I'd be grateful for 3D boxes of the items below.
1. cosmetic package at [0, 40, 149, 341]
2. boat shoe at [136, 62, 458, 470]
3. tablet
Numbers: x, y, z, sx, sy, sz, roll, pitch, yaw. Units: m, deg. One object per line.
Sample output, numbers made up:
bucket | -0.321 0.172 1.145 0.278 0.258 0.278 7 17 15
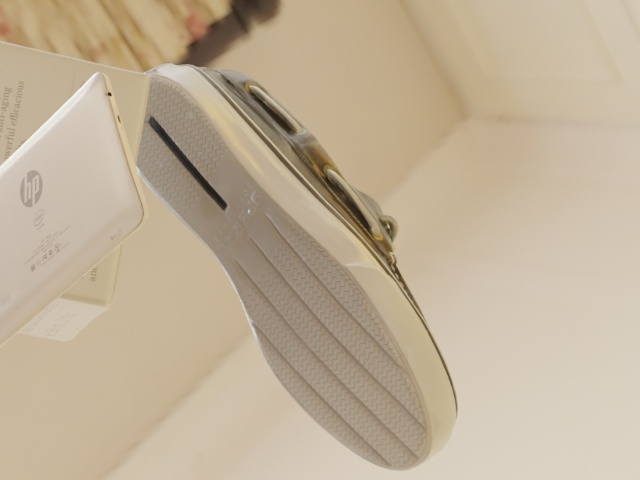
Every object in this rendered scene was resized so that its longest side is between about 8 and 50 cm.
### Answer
cosmetic package | -0.220 -0.035 1.156 0.151 0.184 0.151 144 -45 -69
boat shoe | 0.000 0.000 1.273 0.119 0.335 0.121 -21 160 -46
tablet | -0.085 -0.008 0.568 0.083 0.006 0.054 -38 -122 34
